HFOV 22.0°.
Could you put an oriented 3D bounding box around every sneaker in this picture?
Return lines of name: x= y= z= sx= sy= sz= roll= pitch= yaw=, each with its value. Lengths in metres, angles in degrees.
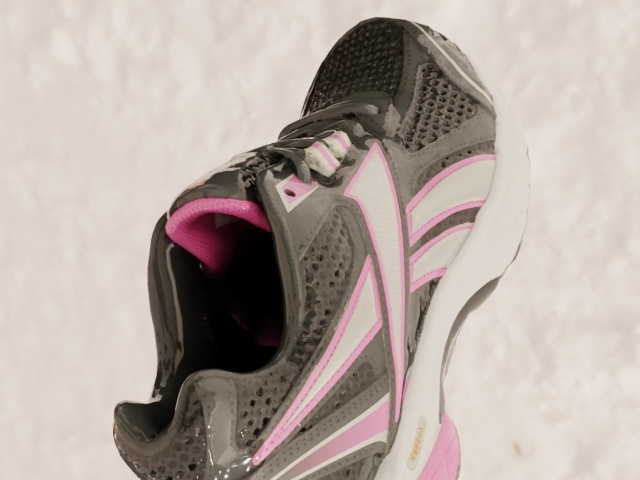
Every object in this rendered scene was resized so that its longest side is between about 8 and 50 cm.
sneaker: x=0.000 y=0.000 z=0.395 sx=0.072 sy=0.178 sz=0.077 roll=-25 pitch=126 yaw=30
